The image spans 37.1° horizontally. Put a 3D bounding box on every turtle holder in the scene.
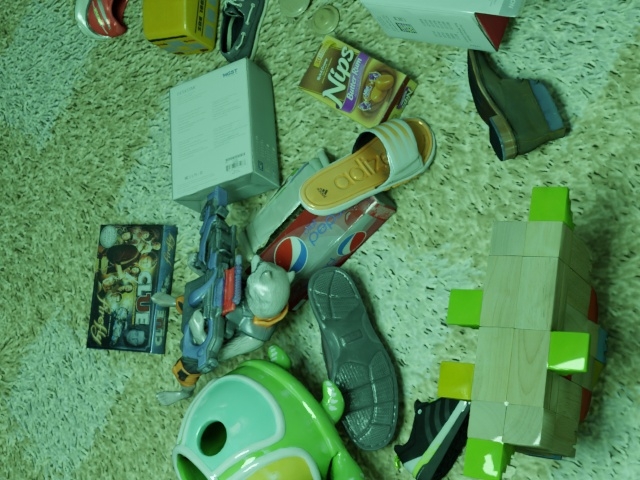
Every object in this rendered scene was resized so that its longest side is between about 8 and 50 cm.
[{"bbox_3d":[-0.080,0.344,1.473,0.320,0.227,0.243,50,146,17],"label":"turtle holder"}]

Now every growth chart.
[{"bbox_3d":[-0.063,-0.065,1.643,0.237,0.021,0.172,-45,22,16],"label":"growth chart"}]

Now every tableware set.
[{"bbox_3d":[0.007,-0.450,1.726,0.141,0.020,0.168,45,103,26],"label":"tableware set"}]

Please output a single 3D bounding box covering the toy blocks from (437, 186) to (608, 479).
[{"bbox_3d":[0.312,0.148,1.313,0.191,0.261,0.381,1,74,32],"label":"toy blocks"}]

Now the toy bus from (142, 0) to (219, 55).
[{"bbox_3d":[-0.259,-0.537,1.831,0.108,0.130,0.332,0,81,31],"label":"toy bus"}]

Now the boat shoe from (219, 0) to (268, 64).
[{"bbox_3d":[-0.149,-0.428,1.785,0.075,0.065,0.206,2,82,31],"label":"boat shoe"}]

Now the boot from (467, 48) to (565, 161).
[{"bbox_3d":[0.301,-0.224,1.498,0.106,0.082,0.219,-14,60,0],"label":"boot"}]

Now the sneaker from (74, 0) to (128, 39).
[{"bbox_3d":[-0.420,-0.546,1.964,0.119,0.107,0.278,6,87,12],"label":"sneaker"}]

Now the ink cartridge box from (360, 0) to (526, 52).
[{"bbox_3d":[0.250,-0.467,1.500,0.272,0.130,0.309,16,81,31],"label":"ink cartridge box"}]

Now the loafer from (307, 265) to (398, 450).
[{"bbox_3d":[0.054,0.192,1.553,0.109,0.095,0.302,-15,76,-4],"label":"loafer"}]

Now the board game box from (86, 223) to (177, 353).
[{"bbox_3d":[-0.361,0.091,1.825,0.165,0.042,0.243,0,81,30],"label":"board game box"}]

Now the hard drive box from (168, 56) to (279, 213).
[{"bbox_3d":[-0.177,-0.188,1.728,0.181,0.089,0.232,-16,67,27],"label":"hard drive box"}]

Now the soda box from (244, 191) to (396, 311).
[{"bbox_3d":[0.000,0.000,1.609,0.263,0.083,0.092,-45,63,15],"label":"soda box"}]

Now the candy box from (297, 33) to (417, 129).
[{"bbox_3d":[0.061,-0.267,1.642,0.187,0.053,0.109,34,99,32],"label":"candy box"}]

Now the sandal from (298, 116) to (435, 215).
[{"bbox_3d":[0.085,-0.126,1.512,0.265,0.076,0.102,-33,71,-23],"label":"sandal"}]

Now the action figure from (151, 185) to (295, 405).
[{"bbox_3d":[-0.158,0.096,1.585,0.330,0.179,0.341,-29,46,45],"label":"action figure"}]

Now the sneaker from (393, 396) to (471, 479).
[{"bbox_3d":[0.184,0.262,1.453,0.097,0.084,0.234,36,100,31],"label":"sneaker"}]
